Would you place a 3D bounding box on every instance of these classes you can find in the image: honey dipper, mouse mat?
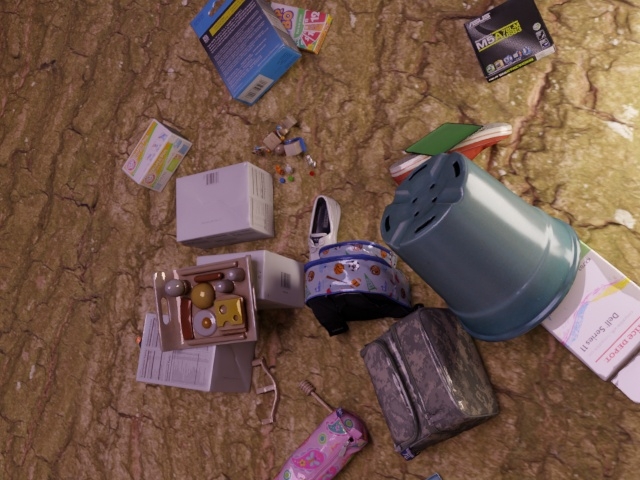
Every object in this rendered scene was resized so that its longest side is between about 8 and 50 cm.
[{"bbox_3d":[0.004,0.441,1.860,0.160,0.030,0.030,40,98,25],"label":"honey dipper"},{"bbox_3d":[0.317,-0.262,1.779,0.152,0.007,0.189,-34,20,-11],"label":"mouse mat"}]

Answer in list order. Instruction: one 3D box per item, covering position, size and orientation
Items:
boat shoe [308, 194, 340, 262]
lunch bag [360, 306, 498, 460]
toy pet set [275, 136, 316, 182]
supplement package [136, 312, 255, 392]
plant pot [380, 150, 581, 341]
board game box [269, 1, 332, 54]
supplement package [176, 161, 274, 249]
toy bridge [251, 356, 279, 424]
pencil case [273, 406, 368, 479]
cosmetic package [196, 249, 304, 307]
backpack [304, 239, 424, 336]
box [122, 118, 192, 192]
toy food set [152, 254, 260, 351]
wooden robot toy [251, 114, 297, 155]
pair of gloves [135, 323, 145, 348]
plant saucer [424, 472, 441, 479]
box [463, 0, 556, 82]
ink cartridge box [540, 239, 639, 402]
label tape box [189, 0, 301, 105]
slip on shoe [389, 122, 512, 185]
[{"bbox_3d":[0.000,0.000,1.930,0.095,0.084,0.258,-6,75,26],"label":"boat shoe"},{"bbox_3d":[0.246,0.345,1.662,0.256,0.212,0.305,-38,62,33],"label":"lunch bag"},{"bbox_3d":[-0.073,-0.244,2.054,0.122,0.065,0.114,-8,109,29],"label":"toy pet set"},{"bbox_3d":[-0.352,0.323,1.972,0.262,0.199,0.198,1,78,28],"label":"supplement package"},{"bbox_3d":[0.334,-0.002,1.536,0.341,0.334,0.341,-42,26,26],"label":"plant pot"},{"bbox_3d":[-0.094,-0.675,2.168,0.259,0.039,0.124,23,89,32],"label":"board game box"},{"bbox_3d":[-0.287,-0.100,2.069,0.261,0.145,0.204,-10,75,25],"label":"supplement package"},{"bbox_3d":[-0.150,0.421,1.944,0.063,0.026,0.188,-19,70,20],"label":"toy bridge"},{"bbox_3d":[0.002,0.563,1.777,0.284,0.124,0.124,-48,62,11],"label":"pencil case"},{"bbox_3d":[-0.194,0.118,1.924,0.224,0.224,0.138,-7,76,26],"label":"cosmetic package"},{"bbox_3d":[0.087,0.113,1.757,0.276,0.263,0.213,-17,71,24],"label":"backpack"},{"bbox_3d":[-0.538,-0.277,2.259,0.103,0.114,0.203,39,98,29],"label":"box"},{"bbox_3d":[-0.299,0.167,1.789,0.306,0.092,0.220,-10,84,27],"label":"toy food set"},{"bbox_3d":[-0.127,-0.298,2.092,0.173,0.076,0.079,-41,98,13],"label":"wooden robot toy"},{"bbox_3d":[-0.553,0.309,2.189,0.074,0.010,0.083,30,94,29],"label":"pair of gloves"},{"bbox_3d":[0.231,0.651,1.697,0.192,0.018,0.067,-37,64,14],"label":"plant saucer"},{"bbox_3d":[0.499,-0.540,1.820,0.190,0.045,0.184,-23,71,21],"label":"box"},{"bbox_3d":[0.631,0.173,1.541,0.207,0.119,0.353,-50,61,9],"label":"ink cartridge box"},{"bbox_3d":[-0.239,-0.635,2.163,0.240,0.106,0.334,-40,67,24],"label":"label tape box"},{"bbox_3d":[0.347,-0.218,1.800,0.331,0.123,0.101,-25,103,14],"label":"slip on shoe"}]
